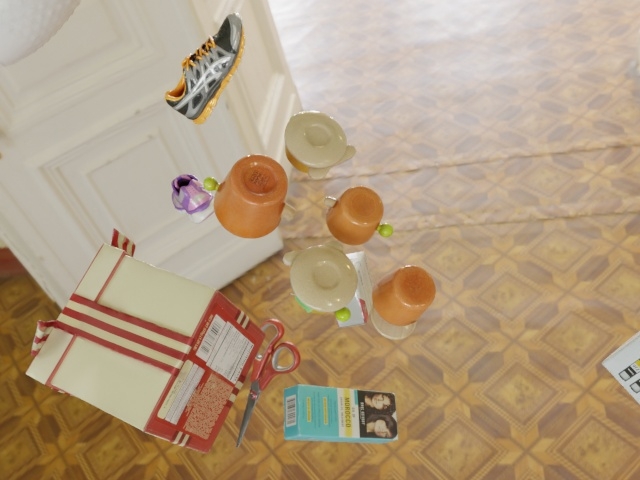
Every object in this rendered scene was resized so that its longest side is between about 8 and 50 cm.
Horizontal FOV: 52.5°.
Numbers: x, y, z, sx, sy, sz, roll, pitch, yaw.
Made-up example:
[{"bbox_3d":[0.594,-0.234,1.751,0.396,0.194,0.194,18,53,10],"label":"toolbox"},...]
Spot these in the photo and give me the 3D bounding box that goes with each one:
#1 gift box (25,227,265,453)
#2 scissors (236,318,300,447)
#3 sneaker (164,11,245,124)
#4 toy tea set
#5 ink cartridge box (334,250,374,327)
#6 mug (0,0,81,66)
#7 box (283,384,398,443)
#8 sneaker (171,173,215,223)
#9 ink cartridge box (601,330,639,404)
[{"bbox_3d":[-0.272,0.152,1.011,0.258,0.276,0.255,17,66,24],"label":"gift box"},{"bbox_3d":[-0.130,0.282,1.279,0.109,0.297,0.021,43,30,20],"label":"scissors"},{"bbox_3d":[-0.201,-0.306,1.146,0.215,0.083,0.084,-57,33,22],"label":"sneaker"},{"bbox_3d":[0.000,0.000,0.867,0.200,0.124,0.336,-28,79,-25],"label":"toy tea set"},{"bbox_3d":[0.077,0.117,1.581,0.072,0.127,0.175,-12,14,15],"label":"ink cartridge box"},{"bbox_3d":[-0.554,-0.493,1.071,0.276,0.374,0.328,26,87,13],"label":"mug"},{"bbox_3d":[0.044,0.356,1.322,0.060,0.244,0.100,-32,53,50],"label":"box"},{"bbox_3d":[-0.324,-0.119,1.591,0.095,0.104,0.236,-42,25,-11],"label":"sneaker"},{"bbox_3d":[0.634,0.264,1.043,0.130,0.272,0.309,-21,62,-38],"label":"ink cartridge box"}]
